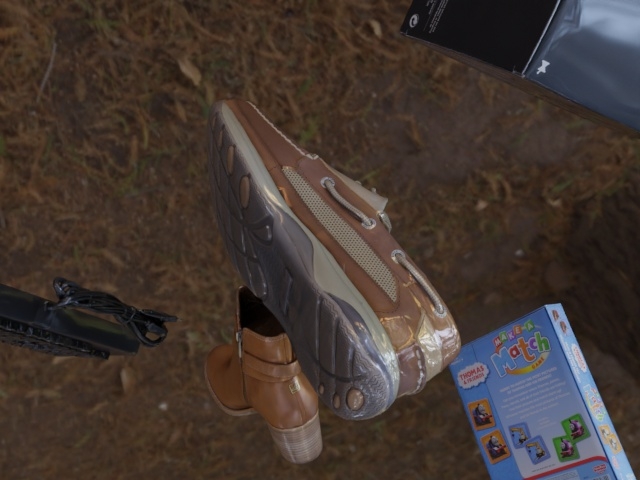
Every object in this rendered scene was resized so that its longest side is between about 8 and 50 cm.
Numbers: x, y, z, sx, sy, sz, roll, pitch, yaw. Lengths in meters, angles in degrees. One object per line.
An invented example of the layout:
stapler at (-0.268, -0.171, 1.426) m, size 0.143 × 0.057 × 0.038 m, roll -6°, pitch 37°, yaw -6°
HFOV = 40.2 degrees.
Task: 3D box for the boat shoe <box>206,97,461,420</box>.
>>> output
boat shoe at (0.000, 0.000, 0.733) m, size 0.116 × 0.324 × 0.123 m, roll -16°, pitch 147°, yaw -26°

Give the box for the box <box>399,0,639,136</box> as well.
box at (0.229, -0.158, 0.736) m, size 0.261 × 0.184 × 0.103 m, roll 16°, pitch 106°, yaw -31°

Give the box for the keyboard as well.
keyboard at (-0.249, 0.066, 0.742) m, size 0.201 × 0.033 × 0.317 m, roll -7°, pitch 163°, yaw 19°

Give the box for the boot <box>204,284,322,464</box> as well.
boot at (-0.065, 0.107, 0.843) m, size 0.073 × 0.197 × 0.152 m, roll -29°, pitch 125°, yaw -26°

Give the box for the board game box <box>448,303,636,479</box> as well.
board game box at (0.239, 0.198, 0.976) m, size 0.039 × 0.212 × 0.160 m, roll -4°, pitch 157°, yaw -43°
